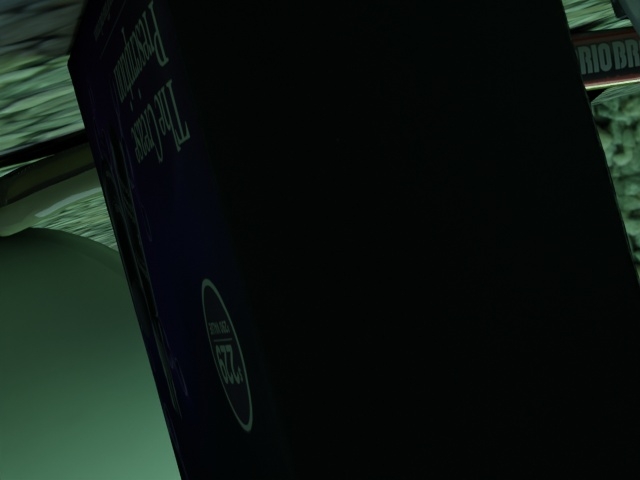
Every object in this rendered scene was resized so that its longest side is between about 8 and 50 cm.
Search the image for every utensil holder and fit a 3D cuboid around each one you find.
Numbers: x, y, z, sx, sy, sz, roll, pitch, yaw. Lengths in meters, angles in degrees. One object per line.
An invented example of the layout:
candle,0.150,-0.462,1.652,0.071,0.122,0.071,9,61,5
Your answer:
utensil holder,-0.272,0.161,1.241,0.327,0.328,0.385,-18,177,17

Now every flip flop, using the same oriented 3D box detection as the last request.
flip flop,-0.040,-0.037,0.989,0.277,0.080,0.112,-17,179,-14

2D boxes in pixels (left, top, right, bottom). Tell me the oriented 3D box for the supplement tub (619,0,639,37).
supplement tub,0.137,-0.081,0.298,0.117,0.117,0.190,-17,179,-24

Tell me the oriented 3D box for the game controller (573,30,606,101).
game controller,0.053,-0.071,1.286,0.319,0.067,0.166,-18,180,-17

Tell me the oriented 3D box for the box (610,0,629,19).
box,0.241,-0.146,0.741,0.233,0.044,0.159,-18,179,29

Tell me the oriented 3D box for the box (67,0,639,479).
box,0.000,0.000,0.554,0.103,0.184,0.261,-18,179,-12

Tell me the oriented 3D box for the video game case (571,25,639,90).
video game case,0.081,-0.074,0.826,0.285,0.025,0.204,-9,-176,-11
